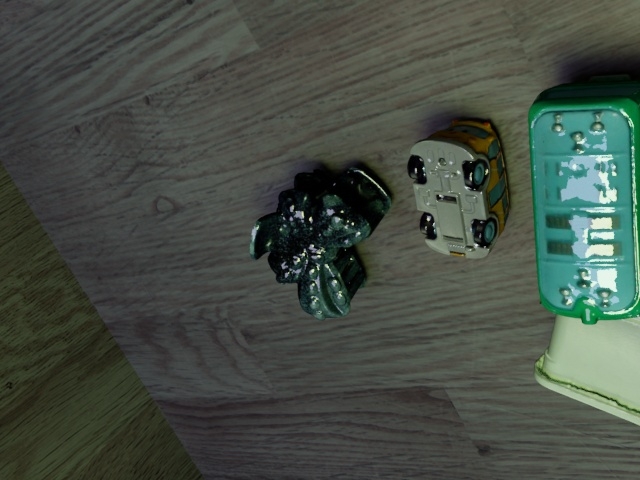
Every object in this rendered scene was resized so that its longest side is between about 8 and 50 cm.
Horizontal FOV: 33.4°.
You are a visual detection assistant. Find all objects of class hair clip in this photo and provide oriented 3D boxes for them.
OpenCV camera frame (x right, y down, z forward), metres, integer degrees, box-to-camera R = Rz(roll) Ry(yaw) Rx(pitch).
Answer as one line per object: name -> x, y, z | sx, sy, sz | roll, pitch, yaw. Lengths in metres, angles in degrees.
hair clip -> -0.004, -0.005, 1.951 | 0.206, 0.194, 0.310 | 27, 136, 13

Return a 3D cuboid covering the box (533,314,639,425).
box -> 0.506, 0.161, 1.650 | 0.312, 0.175, 0.182 | 20, 125, 29

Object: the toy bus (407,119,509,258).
toy bus -> 0.230, -0.089, 1.701 | 0.126, 0.136, 0.209 | 10, 127, 36

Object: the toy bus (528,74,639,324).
toy bus -> 0.390, -0.051, 1.471 | 0.184, 0.199, 0.343 | 0, 102, 32
